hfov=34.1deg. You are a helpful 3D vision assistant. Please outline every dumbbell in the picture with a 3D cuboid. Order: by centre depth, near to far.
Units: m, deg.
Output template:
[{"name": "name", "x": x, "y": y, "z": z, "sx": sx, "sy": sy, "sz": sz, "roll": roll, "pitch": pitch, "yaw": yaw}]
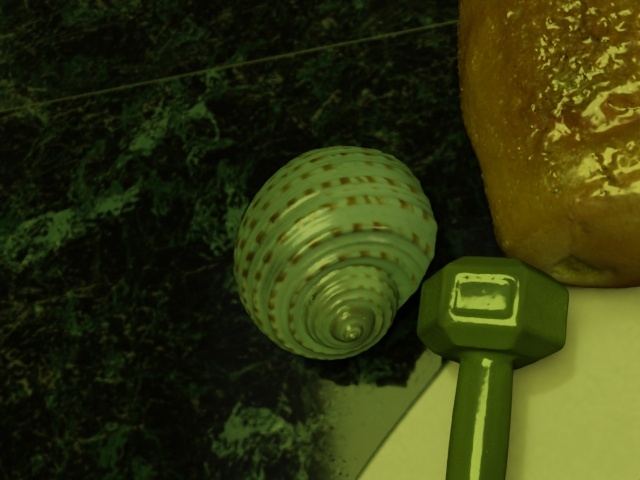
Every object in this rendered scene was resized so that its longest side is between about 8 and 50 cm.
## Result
[{"name": "dumbbell", "x": 0.121, "y": 0.163, "z": 0.799, "sx": 0.121, "sy": 0.108, "sz": 0.301, "roll": 3, "pitch": 72, "yaw": 19}]

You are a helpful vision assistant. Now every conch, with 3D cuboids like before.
[{"name": "conch", "x": -0.006, "y": 0.001, "z": 0.877, "sx": 0.172, "sy": 0.131, "sz": 0.200, "roll": -54, "pitch": 56, "yaw": 25}]

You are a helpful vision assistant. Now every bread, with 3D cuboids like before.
[{"name": "bread", "x": 0.272, "y": -0.135, "z": 0.838, "sx": 0.328, "sy": 0.148, "sz": 0.336, "roll": -8, "pitch": 68, "yaw": 15}]
